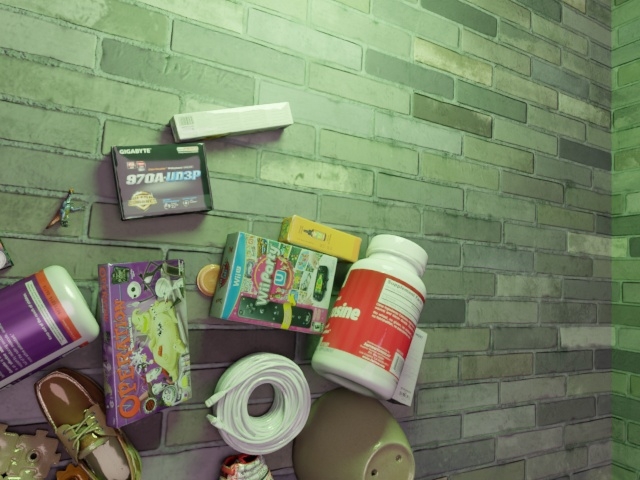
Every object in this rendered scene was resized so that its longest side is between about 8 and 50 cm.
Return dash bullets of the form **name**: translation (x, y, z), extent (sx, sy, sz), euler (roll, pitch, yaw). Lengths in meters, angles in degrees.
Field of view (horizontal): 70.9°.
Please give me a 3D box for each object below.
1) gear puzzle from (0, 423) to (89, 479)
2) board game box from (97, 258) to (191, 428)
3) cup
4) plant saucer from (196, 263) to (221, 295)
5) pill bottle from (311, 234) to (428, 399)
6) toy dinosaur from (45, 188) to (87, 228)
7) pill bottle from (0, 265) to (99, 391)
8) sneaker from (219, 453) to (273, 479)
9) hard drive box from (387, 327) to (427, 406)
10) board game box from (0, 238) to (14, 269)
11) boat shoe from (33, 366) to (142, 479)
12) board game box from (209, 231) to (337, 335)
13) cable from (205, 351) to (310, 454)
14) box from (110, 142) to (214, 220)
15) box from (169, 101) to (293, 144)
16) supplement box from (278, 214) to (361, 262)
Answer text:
- **gear puzzle**: translation (-0.647, 0.482, 0.931), extent (0.339, 0.044, 0.175), euler (26, 53, -32)
- **board game box**: translation (-0.397, 0.220, 1.034), extent (0.208, 0.056, 0.346), euler (-3, 89, -54)
- **cup**: translation (0.119, 0.601, 1.239), extent (0.331, 0.237, 0.331), euler (1, 87, -28)
- **plant saucer**: translation (-0.281, 0.104, 1.174), extent (0.083, 0.013, 0.083), euler (2, 86, -29)
- **pill bottle**: translation (0.151, 0.198, 1.226), extent (0.229, 0.229, 0.407), euler (35, 65, -23)
- **toy dinosaur**: translation (-0.576, -0.075, 1.010), extent (0.090, 0.047, 0.082), euler (-9, 73, -18)
- **pill bottle**: translation (-0.629, 0.196, 0.884), extent (0.323, 0.181, 0.181), euler (-30, 101, -27)
- **sneaker**: translation (-0.246, 0.639, 1.123), extent (0.270, 0.090, 0.145), euler (-19, 95, -31)
- **hard drive box**: translation (0.211, 0.357, 1.366), extent (0.181, 0.089, 0.232), euler (32, 65, -23)
- **board game box**: translation (-0.763, -0.027, 0.902), extent (0.165, 0.042, 0.243), euler (-26, 100, -27)
- **boat shoe**: translation (-0.492, 0.420, 0.976), extent (0.122, 0.120, 0.324), euler (-37, 100, -26)
- **board game box**: translation (-0.120, 0.123, 1.207), extent (0.303, 0.097, 0.224), euler (16, 79, -29)
- **cable**: translation (-0.154, 0.427, 1.184), extent (0.257, 0.089, 0.257), euler (-41, 107, -25)
- **box**: translation (-0.387, -0.147, 1.108), extent (0.220, 0.051, 0.175), euler (-8, 91, -28)
- **box**: translation (-0.231, -0.314, 1.195), extent (0.324, 0.063, 0.067), euler (-17, 97, -28)
- **supplement box**: translation (0.000, 0.000, 1.297), extent (0.233, 0.080, 0.078), euler (19, 77, -28)
